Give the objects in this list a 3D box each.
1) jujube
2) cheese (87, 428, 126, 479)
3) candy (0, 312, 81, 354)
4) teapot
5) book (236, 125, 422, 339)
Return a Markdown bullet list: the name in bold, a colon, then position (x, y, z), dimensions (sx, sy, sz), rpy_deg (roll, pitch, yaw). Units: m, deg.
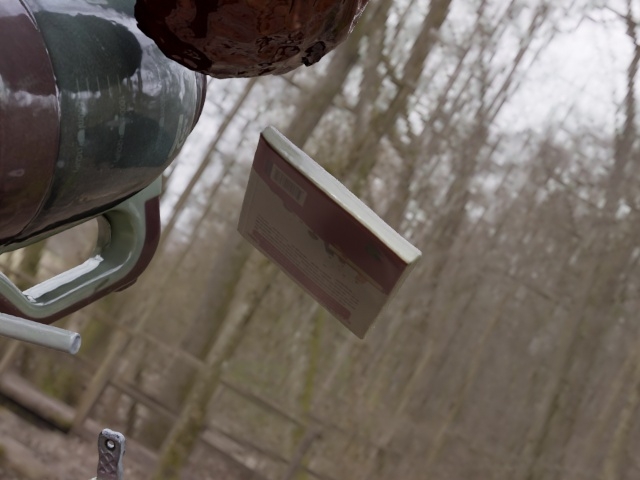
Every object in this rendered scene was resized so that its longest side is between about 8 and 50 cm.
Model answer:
- **jujube**: position (-0.049, -0.219, 0.952), dimensions (0.197, 0.197, 0.290), rpy_deg (32, -21, 2)
- **cheese**: position (-0.249, 0.300, 1.584), dimensions (0.092, 0.171, 0.047), rpy_deg (-7, 13, 26)
- **candy**: position (-0.330, 0.032, 0.966), dimensions (0.365, 0.124, 0.124), rpy_deg (12, -15, 21)
- **teapot**: position (-0.226, -0.080, 1.122), dimensions (0.233, 0.314, 0.312), rpy_deg (15, 17, 33)
- **book**: position (0.000, 0.000, 1.180), dimensions (0.162, 0.022, 0.232), rpy_deg (42, -19, 7)
